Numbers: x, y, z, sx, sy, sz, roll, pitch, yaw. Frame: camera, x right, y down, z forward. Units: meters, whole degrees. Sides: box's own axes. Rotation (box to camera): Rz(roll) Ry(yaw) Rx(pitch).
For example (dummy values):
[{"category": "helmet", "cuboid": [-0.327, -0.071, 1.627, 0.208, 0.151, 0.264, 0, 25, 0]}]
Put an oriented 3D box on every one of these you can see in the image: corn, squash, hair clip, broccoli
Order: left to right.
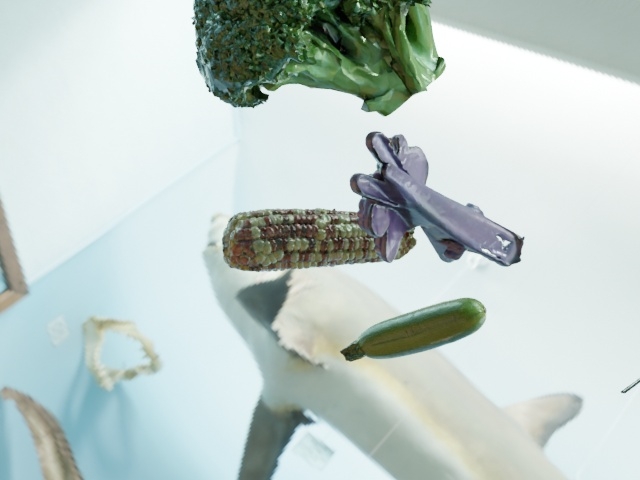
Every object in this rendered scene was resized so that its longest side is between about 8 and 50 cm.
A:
[{"category": "broccoli", "cuboid": [-0.004, -0.237, 0.947, 0.275, 0.308, 0.308, 49, -36, -8]}, {"category": "corn", "cuboid": [0.000, 0.000, 1.130, 0.079, 0.237, 0.080, -179, -90, -78]}, {"category": "squash", "cuboid": [0.145, 0.139, 1.440, 0.252, 0.066, 0.066, -20, -73, 34]}, {"category": "hair clip", "cuboid": [0.116, -0.030, 1.072, 0.278, 0.137, 0.090, 28, -8, -38]}]

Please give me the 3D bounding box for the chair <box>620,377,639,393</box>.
[{"category": "chair", "cuboid": [0.595, 0.211, 1.380, 0.159, 0.246, 0.172, 56, -18, 4]}]
